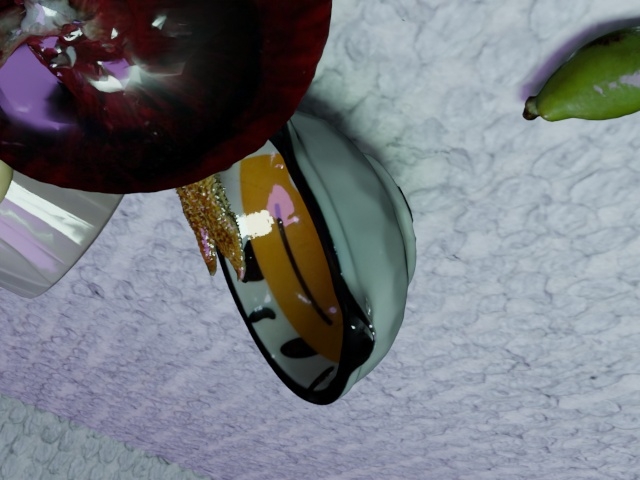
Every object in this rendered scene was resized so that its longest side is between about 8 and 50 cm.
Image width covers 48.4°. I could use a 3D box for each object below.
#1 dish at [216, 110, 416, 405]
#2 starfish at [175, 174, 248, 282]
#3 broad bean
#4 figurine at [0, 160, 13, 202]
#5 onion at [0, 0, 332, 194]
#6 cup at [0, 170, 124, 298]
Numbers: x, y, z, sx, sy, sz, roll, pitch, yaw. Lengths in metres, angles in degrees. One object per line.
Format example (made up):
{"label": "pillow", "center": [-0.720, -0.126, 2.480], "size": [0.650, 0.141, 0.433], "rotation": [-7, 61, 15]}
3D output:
{"label": "dish", "center": [0.000, 0.000, 0.647], "size": [0.303, 0.120, 0.302], "rotation": [43, 144, 44]}
{"label": "starfish", "center": [-0.120, -0.071, 0.655], "size": [0.240, 0.043, 0.227], "rotation": [13, 116, 66]}
{"label": "broad bean", "center": [0.229, -0.118, 0.474], "size": [0.214, 0.048, 0.070], "rotation": [-19, 127, 42]}
{"label": "figurine", "center": [-0.285, -0.098, 0.485], "size": [0.114, 0.108, 0.195], "rotation": [-8, 114, 13]}
{"label": "onion", "center": [-0.122, -0.142, 0.407], "size": [0.273, 0.285, 0.273], "rotation": [0, 117, -1]}
{"label": "cup", "center": [-0.309, -0.117, 0.648], "size": [0.273, 0.208, 0.288], "rotation": [37, 102, -28]}
